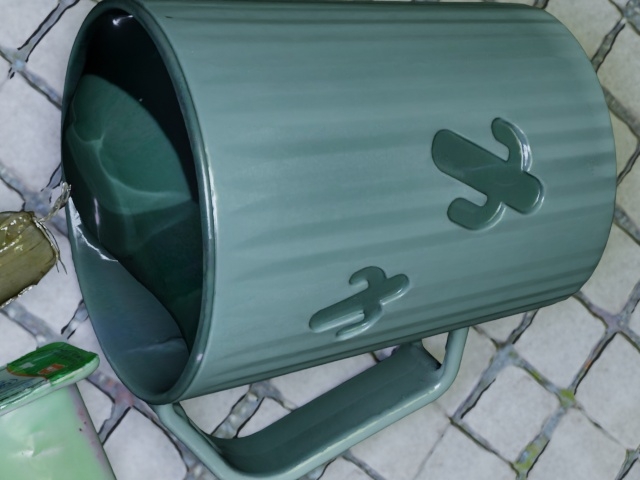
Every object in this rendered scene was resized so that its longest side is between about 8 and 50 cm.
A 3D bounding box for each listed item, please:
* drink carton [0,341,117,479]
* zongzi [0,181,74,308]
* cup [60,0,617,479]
[{"bbox_3d":[-0.230,0.176,1.441,0.144,0.146,0.142,-24,103,-20],"label":"drink carton"},{"bbox_3d":[-0.283,0.032,1.373,0.189,0.178,0.081,-20,98,17],"label":"zongzi"},{"bbox_3d":[-0.008,-0.021,1.485,0.392,0.401,0.310,-7,55,-25],"label":"cup"}]
